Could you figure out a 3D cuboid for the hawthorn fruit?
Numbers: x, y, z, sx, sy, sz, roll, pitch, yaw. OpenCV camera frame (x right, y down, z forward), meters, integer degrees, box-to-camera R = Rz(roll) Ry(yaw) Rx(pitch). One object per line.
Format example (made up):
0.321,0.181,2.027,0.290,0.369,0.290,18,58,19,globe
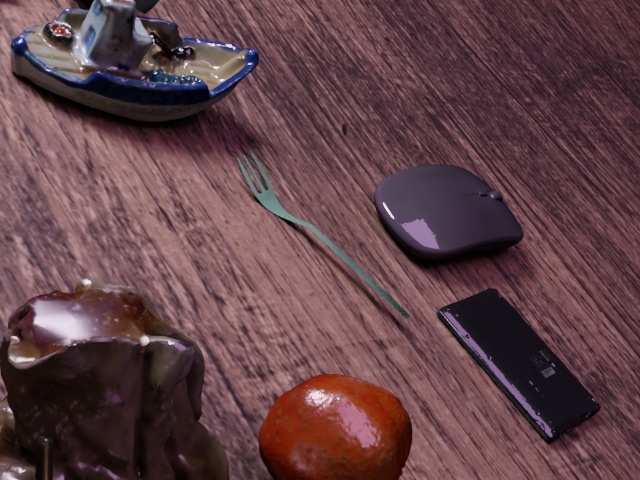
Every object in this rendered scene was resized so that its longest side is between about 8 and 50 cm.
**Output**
0.012,0.161,1.085,0.128,0.128,0.128,28,32,-19,hawthorn fruit

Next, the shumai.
-0.120,0.126,0.908,0.218,0.185,0.184,11,41,-40,shumai

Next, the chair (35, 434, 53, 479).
-0.195,0.274,0.690,0.160,0.170,0.326,-33,119,-63,chair

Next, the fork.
-0.001,0.001,1.372,0.235,0.021,0.039,45,35,7,fork

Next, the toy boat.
-0.174,-0.187,1.332,0.262,0.115,0.114,8,43,-43,toy boat

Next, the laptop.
0.212,0.127,1.443,0.180,0.016,0.129,48,30,17,laptop

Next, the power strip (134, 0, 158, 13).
-0.253,-0.310,1.415,0.253,0.054,0.167,36,3,31,power strip

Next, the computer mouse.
0.152,-0.033,1.547,0.232,0.057,0.120,-7,54,-51,computer mouse
